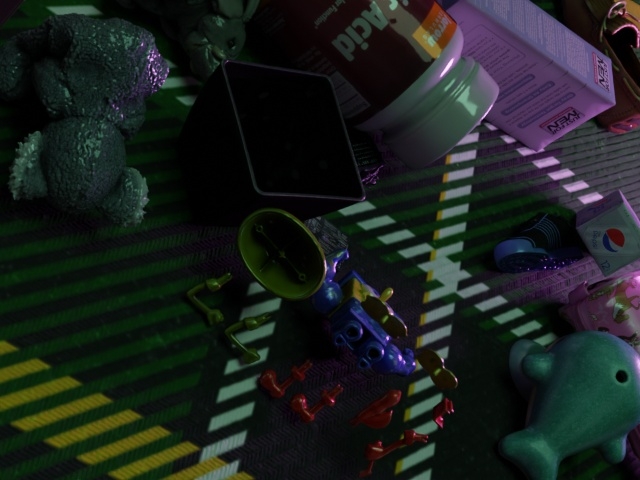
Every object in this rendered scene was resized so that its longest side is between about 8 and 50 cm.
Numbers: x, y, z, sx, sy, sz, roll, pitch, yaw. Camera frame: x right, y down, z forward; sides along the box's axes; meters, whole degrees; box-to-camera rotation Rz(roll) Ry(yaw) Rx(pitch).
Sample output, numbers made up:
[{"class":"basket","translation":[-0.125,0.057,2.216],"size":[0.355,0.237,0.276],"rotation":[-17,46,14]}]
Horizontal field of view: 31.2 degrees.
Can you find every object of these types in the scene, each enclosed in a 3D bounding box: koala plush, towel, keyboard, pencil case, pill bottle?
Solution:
[{"class":"koala plush","translation":[-0.278,-0.131,1.339],"size":[0.196,0.203,0.221],"rotation":[21,65,-33]},{"class":"towel","translation":[0.680,-0.515,2.565],"size":[0.237,0.021,0.102],"rotation":[16,57,-36]},{"class":"keyboard","translation":[0.058,-0.123,1.709],"size":[0.100,0.038,0.192],"rotation":[63,28,3]},{"class":"pencil case","translation":[0.536,0.238,1.891],"size":[0.167,0.160,0.386],"rotation":[31,36,-78]},{"class":"pill bottle","translation":[0.070,-0.307,1.721],"size":[0.392,0.224,0.224],"rotation":[44,44,-14]}]

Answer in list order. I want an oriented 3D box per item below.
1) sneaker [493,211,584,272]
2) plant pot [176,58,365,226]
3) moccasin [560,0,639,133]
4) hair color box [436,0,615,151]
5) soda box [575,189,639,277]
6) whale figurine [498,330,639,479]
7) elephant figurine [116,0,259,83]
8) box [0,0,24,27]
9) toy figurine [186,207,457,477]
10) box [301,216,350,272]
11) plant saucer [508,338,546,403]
[{"class":"sneaker","translation":[0.355,-0.001,1.923],"size":[0.232,0.081,0.090],"rotation":[2,62,-50]},{"class":"plant pot","translation":[-0.082,-0.106,1.506],"size":[0.188,0.167,0.188],"rotation":[1,65,-42]},{"class":"moccasin","translation":[0.591,-0.410,2.326],"size":[0.139,0.147,0.379],"rotation":[13,58,-38]},{"class":"hair color box","translation":[0.315,-0.316,1.985],"size":[0.375,0.185,0.113],"rotation":[28,49,-29]},{"class":"soda box","translation":[0.502,-0.017,1.968],"size":[0.098,0.091,0.286],"rotation":[59,15,1]},{"class":"whale figurine","translation":[0.389,0.252,1.726],"size":[0.272,0.141,0.216],"rotation":[-41,89,-27]},{"class":"elephant figurine","translation":[-0.165,-0.317,1.588],"size":[0.239,0.186,0.169],"rotation":[41,1,-32]},{"class":"box","translation":[-0.368,-0.394,1.372],"size":[0.117,0.214,0.242],"rotation":[34,48,-25]},{"class":"toy figurine","translation":[0.014,0.109,1.532],"size":[0.362,0.191,0.217],"rotation":[44,13,-5]},{"class":"box","translation":[0.000,0.000,1.629],"size":[0.083,0.018,0.067],"rotation":[36,46,-22]},{"class":"plant saucer","translation":[0.349,0.210,1.830],"size":[0.119,0.021,0.119],"rotation":[22,54,-33]}]
